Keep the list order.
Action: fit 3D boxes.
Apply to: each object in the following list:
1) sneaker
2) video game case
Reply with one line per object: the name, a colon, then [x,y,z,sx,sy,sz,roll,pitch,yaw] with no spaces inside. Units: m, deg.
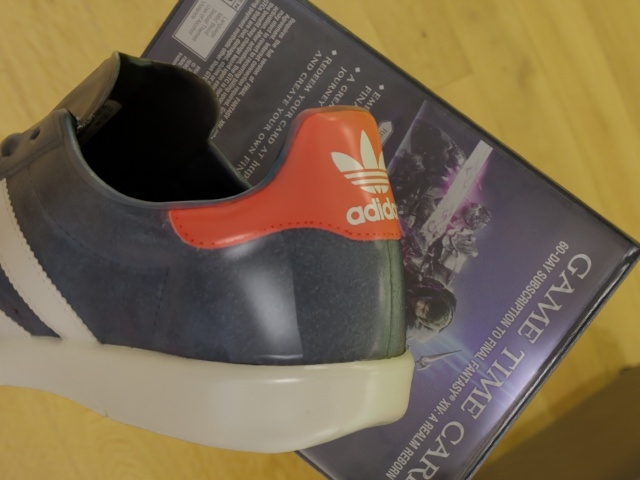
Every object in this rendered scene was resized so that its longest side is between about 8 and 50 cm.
sneaker: [-0.118,-0.007,0.616,0.131,0.350,0.148,-6,99,-63]
video game case: [0.000,0.000,0.744,0.274,0.026,0.196,37,99,10]
